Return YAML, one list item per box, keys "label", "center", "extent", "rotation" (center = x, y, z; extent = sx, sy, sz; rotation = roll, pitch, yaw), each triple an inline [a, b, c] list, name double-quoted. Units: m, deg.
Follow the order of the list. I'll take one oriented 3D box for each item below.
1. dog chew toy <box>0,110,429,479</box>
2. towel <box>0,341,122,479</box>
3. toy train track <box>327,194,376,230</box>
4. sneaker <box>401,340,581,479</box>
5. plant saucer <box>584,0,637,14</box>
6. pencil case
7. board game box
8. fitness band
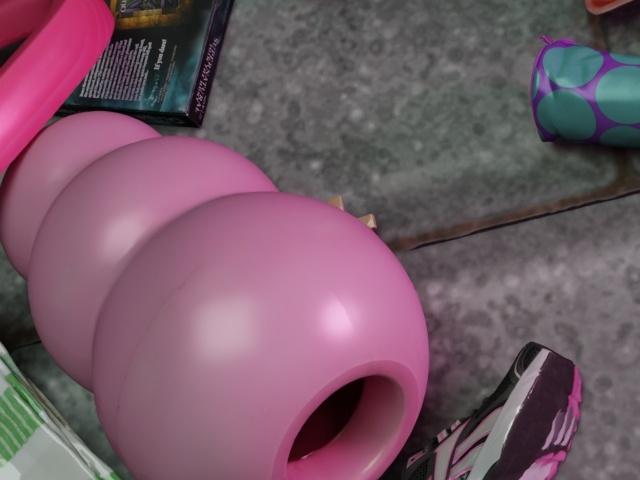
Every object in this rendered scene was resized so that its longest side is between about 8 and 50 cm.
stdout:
- label: "dog chew toy"
  center: [-0.087, 0.031, 1.221]
  extent: [0.206, 0.206, 0.332]
  rotation: [-49, 53, -3]
- label: "towel"
  center: [-0.248, 0.197, 1.259]
  extent: [0.248, 0.038, 0.325]
  rotation: [-45, 76, 2]
- label: "toy train track"
  center: [0.000, 0.000, 1.299]
  extent: [0.083, 0.014, 0.048]
  rotation: [-17, 71, 21]
- label: "sneaker"
  center: [0.088, 0.134, 1.180]
  extent: [0.077, 0.072, 0.178]
  rotation: [20, 72, 38]
- label: "plant saucer"
  center: [0.274, -0.292, 1.240]
  extent: [0.259, 0.048, 0.258]
  rotation: [-21, 61, 40]
- label: "pencil case"
  center: [0.208, -0.092, 1.223]
  extent: [0.152, 0.064, 0.070]
  rotation: [4, 87, 22]
- label: "board game box"
  center: [-0.124, -0.174, 1.408]
  extent: [0.126, 0.026, 0.186]
  rotation: [6, 72, 24]
- label: "fitness band"
  center: [-0.252, -0.073, 1.320]
  extent: [0.209, 0.054, 0.291]
  rotation: [-12, 36, 48]
